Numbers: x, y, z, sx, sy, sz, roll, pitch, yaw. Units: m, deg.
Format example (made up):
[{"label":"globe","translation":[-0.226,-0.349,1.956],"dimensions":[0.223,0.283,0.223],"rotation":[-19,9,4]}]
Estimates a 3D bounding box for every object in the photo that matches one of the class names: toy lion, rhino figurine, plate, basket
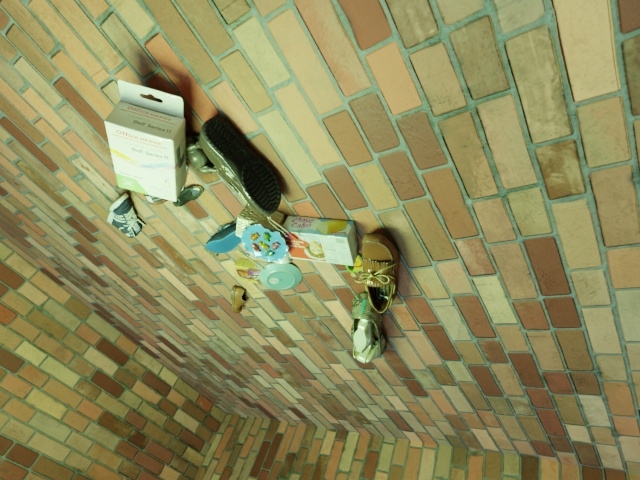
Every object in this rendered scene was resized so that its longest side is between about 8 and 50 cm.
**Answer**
[{"label":"toy lion","translation":[0.136,0.090,1.578],"dimensions":[0.096,0.034,0.100],"rotation":[47,137,-14]},{"label":"rhino figurine","translation":[-0.436,-0.325,1.379],"dimensions":[0.106,0.073,0.243],"rotation":[-13,126,33]},{"label":"plate","translation":[-0.174,0.167,1.773],"dimensions":[0.188,0.024,0.188],"rotation":[-3,135,-3]},{"label":"basket","translation":[-0.225,-0.061,1.533],"dimensions":[0.167,0.113,0.103],"rotation":[19,137,6]}]

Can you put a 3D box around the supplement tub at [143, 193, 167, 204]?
[{"label":"supplement tub","translation":[-0.645,-0.237,1.529],"dimensions":[0.106,0.106,0.198],"rotation":[6,138,22]}]

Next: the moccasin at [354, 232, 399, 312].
[{"label":"moccasin","translation":[0.208,0.125,1.484],"dimensions":[0.139,0.147,0.380],"rotation":[10,139,17]}]

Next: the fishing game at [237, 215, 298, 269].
[{"label":"fishing game","translation":[-0.211,0.016,1.491],"dimensions":[0.189,0.041,0.264],"rotation":[39,133,-17]}]

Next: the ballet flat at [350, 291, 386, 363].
[{"label":"ballet flat","translation":[0.199,0.430,1.803],"dimensions":[0.164,0.182,0.483],"rotation":[8,138,19]}]

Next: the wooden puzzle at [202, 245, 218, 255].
[{"label":"wooden puzzle","translation":[-0.512,0.048,1.885],"dimensions":[0.083,0.006,0.049],"rotation":[40,139,-18]}]

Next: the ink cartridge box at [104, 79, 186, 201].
[{"label":"ink cartridge box","translation":[-0.544,-0.301,1.284],"dimensions":[0.207,0.119,0.353],"rotation":[14,141,-6]}]

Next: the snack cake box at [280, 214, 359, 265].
[{"label":"snack cake box","translation":[0.000,0.000,1.500],"dimensions":[0.264,0.089,0.152],"rotation":[6,139,22]}]

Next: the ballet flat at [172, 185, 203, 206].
[{"label":"ballet flat","translation":[-0.529,-0.183,1.617],"dimensions":[0.173,0.049,0.057],"rotation":[-19,120,33]}]

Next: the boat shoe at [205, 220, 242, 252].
[{"label":"boat shoe","translation":[-0.376,-0.016,1.686],"dimensions":[0.258,0.089,0.109],"rotation":[-18,138,34]}]

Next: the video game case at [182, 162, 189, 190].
[{"label":"video game case","translation":[-0.580,-0.274,1.554],"dimensions":[0.143,0.019,0.157],"rotation":[30,141,-5]}]

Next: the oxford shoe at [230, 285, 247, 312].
[{"label":"oxford shoe","translation":[-0.414,0.315,2.084],"dimensions":[0.076,0.076,0.212],"rotation":[10,140,1]}]

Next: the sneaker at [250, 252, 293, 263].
[{"label":"sneaker","translation":[-0.204,0.015,1.643],"dimensions":[0.232,0.090,0.115],"rotation":[13,110,32]}]

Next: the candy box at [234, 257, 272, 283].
[{"label":"candy box","translation":[-0.287,0.144,1.840],"dimensions":[0.186,0.053,0.109],"rotation":[9,138,21]}]

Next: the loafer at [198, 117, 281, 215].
[{"label":"loafer","translation":[-0.269,-0.241,1.363],"dimensions":[0.130,0.134,0.366],"rotation":[-2,128,55]}]

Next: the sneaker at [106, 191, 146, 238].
[{"label":"sneaker","translation":[-0.862,-0.106,1.821],"dimensions":[0.153,0.099,0.282],"rotation":[43,145,-13]}]
